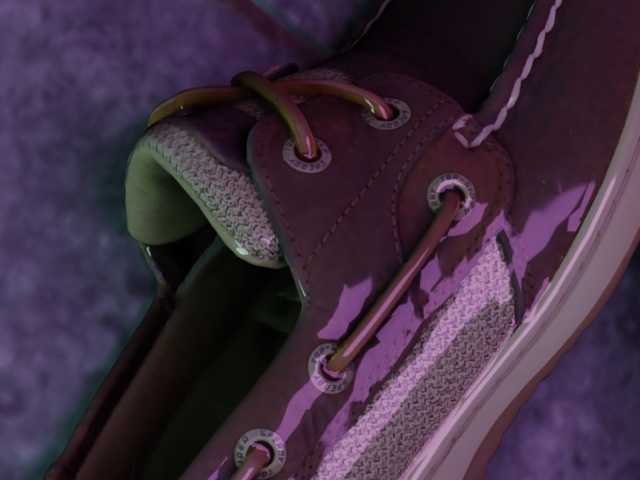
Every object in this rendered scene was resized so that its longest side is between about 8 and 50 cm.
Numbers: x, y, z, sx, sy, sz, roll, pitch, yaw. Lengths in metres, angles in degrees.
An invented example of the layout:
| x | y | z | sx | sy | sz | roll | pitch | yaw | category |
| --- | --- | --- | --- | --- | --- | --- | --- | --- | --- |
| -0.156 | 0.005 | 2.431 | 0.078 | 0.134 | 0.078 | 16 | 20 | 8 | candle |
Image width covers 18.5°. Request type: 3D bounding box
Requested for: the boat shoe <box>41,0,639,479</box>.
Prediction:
| x | y | z | sx | sy | sz | roll | pitch | yaw | category |
| --- | --- | --- | --- | --- | --- | --- | --- | --- | --- |
| 0.000 | 0.000 | 0.578 | 0.123 | 0.123 | 0.342 | 36 | 74 | -29 | boat shoe |
